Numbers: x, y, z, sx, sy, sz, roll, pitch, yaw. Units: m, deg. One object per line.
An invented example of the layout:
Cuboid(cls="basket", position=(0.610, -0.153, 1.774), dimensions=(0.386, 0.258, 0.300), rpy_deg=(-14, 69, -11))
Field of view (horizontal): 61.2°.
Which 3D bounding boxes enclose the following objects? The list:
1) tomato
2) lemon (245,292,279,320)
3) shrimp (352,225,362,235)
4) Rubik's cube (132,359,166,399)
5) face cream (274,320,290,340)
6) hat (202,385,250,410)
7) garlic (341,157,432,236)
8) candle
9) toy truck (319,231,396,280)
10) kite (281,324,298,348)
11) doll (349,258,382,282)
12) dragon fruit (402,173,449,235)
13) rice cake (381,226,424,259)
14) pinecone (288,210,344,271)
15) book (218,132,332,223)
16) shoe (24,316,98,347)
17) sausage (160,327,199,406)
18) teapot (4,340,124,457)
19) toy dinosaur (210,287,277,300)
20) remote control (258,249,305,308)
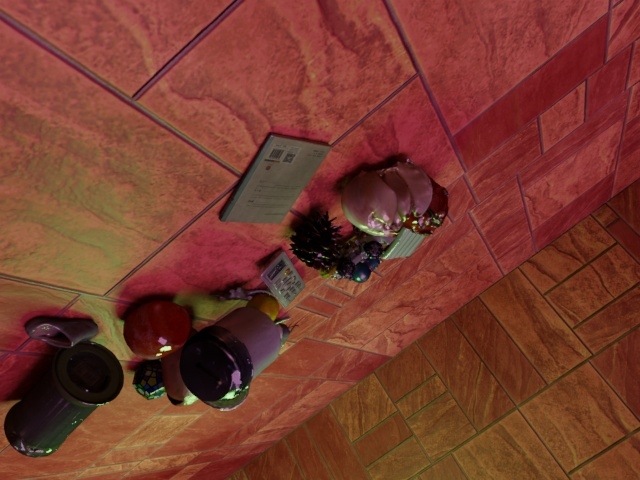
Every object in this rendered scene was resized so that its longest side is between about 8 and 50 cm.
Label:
Cuboid(cls="tomato", position=(-0.459, 0.255, 1.533), dimensions=(0.187, 0.151, 0.187), rpy_deg=(-29, 158, -13))
Cuboid(cls="lemon", position=(-0.198, 0.235, 1.822), dimensions=(0.133, 0.109, 0.109), rpy_deg=(-50, 163, -30))
Cuboid(cls="shrimp", position=(0.161, -0.085, 1.783), dimensions=(0.099, 0.041, 0.180), rpy_deg=(-24, 154, -51))
Cuboid(cls="Rubik's cube", position=(-0.559, 0.465, 1.809), dimensions=(0.133, 0.112, 0.133), rpy_deg=(-25, 151, -15))
Cuboid(cls="face cream", position=(-0.213, 0.342, 2.013), dimensions=(0.092, 0.092, 0.311), rpy_deg=(-44, 153, 20))
Cuboid(cls="hat", position=(-0.351, 0.500, 1.952), dimensions=(0.258, 0.301, 0.168), rpy_deg=(-24, 130, -16))
Cuboid(cls="garlic", position=(0.186, -0.107, 1.590), dimensions=(0.281, 0.203, 0.185), rpy_deg=(-16, 166, -37))
Cuboid(cls="candle", position=(-0.255, 0.332, 1.656), dimensions=(0.221, 0.221, 0.342), rpy_deg=(-49, 171, 28))
Cuboid(cls="toy truck", position=(0.119, 0.040, 1.849), dimensions=(0.286, 0.111, 0.136), rpy_deg=(-35, -174, -17))
Cuboid(cls="kite", position=(-0.164, 0.415, 2.276), dimensions=(0.127, 0.016, 0.229), rpy_deg=(-7, 146, -47))
Cuboid(cls="doll", position=(0.165, 0.103, 2.046), dimensions=(0.152, 0.085, 0.114), rpy_deg=(-40, 140, -10))
Cuboid(cls="dragon fruit", position=(0.332, -0.092, 1.767), dimensions=(0.198, 0.200, 0.269), rpy_deg=(-18, 152, -7))
Cuboid(cls="rice cake", position=(0.337, 0.002, 2.109), dimensions=(0.189, 0.037, 0.198), rpy_deg=(-6, 143, -44))
Cuboid(cls="pinecone", position=(-0.004, -0.006, 1.599), dimensions=(0.163, 0.163, 0.165), rpy_deg=(4, 117, -51))
Cuboid(cls="book", position=(-0.114, -0.147, 1.377), dimensions=(0.215, 0.025, 0.282), rpy_deg=(1, 137, -47))
Cuboid(cls="shoe", position=(-0.652, 0.246, 1.382), dimensions=(0.079, 0.078, 0.195), rpy_deg=(-41, 149, 13))
Cuboid(cls="sausage", position=(-0.434, 0.407, 1.736), dimensions=(0.152, 0.152, 0.279), rpy_deg=(-13, 118, -35))
Cuboid(cls="teapot", position=(-0.723, 0.444, 1.540), dimensions=(0.337, 0.200, 0.270), rpy_deg=(-43, -175, 22))
Cuboid(cls="toy dinosaur", position=(-0.241, 0.169, 1.706), dimensions=(0.209, 0.039, 0.082), rpy_deg=(0, 174, -13))
Cuboid(cls="remote control", position=(-0.129, 0.129, 1.795), dimensions=(0.109, 0.055, 0.313), rpy_deg=(-46, 153, -12))
